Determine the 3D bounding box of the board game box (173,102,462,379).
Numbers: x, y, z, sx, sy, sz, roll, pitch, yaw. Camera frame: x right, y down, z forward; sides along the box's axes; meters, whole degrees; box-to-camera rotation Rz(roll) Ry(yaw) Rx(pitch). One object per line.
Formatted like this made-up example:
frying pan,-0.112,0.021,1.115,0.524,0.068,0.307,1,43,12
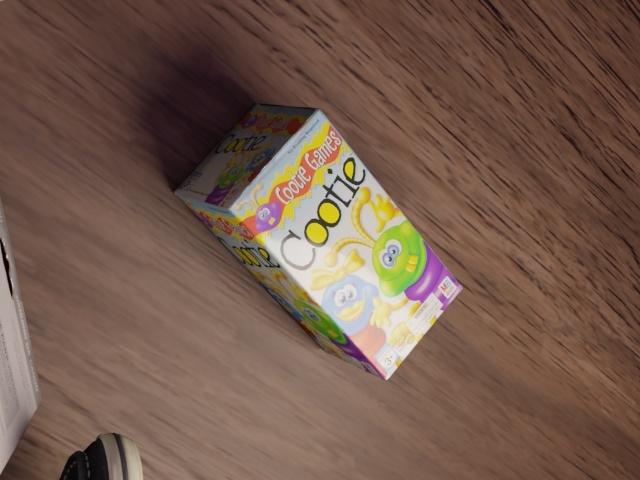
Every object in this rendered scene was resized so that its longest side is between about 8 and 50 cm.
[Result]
board game box,0.000,0.000,1.194,0.142,0.144,0.275,-49,118,-15

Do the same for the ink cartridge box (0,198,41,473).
ink cartridge box,-0.361,0.061,0.966,0.130,0.272,0.309,-7,104,1

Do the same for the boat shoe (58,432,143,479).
boat shoe,-0.309,0.401,1.032,0.156,0.187,0.500,24,100,-25
